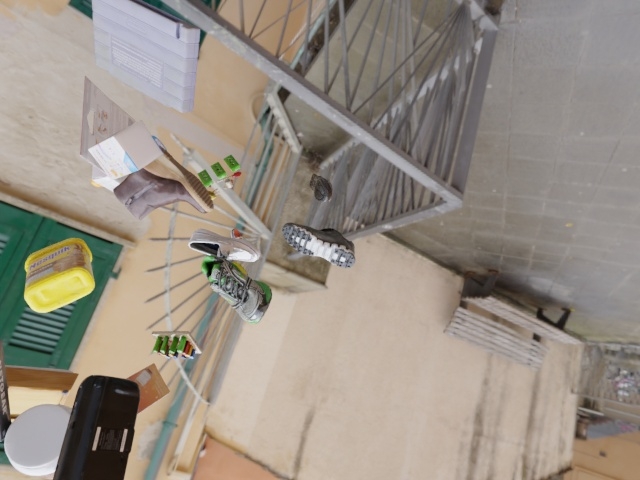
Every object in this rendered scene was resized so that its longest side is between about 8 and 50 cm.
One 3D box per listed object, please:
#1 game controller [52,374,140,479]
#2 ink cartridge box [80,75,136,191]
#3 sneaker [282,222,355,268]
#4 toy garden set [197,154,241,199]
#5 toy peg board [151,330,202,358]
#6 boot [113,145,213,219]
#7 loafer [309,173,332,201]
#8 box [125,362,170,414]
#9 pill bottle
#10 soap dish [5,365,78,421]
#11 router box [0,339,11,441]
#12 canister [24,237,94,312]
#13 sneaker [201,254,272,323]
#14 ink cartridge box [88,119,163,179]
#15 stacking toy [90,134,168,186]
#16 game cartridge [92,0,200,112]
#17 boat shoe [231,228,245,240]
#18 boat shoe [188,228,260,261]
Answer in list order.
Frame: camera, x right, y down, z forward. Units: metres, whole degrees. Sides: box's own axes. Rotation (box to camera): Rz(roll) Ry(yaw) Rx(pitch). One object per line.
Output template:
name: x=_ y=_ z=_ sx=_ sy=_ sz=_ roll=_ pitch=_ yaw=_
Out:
game controller: x=-0.571 y=0.515 z=1.095 sx=0.067 sy=0.319 sz=0.166 roll=-23 pitch=142 yaw=33
ink cartridge box: x=-0.708 y=-0.332 z=1.382 sx=0.066 sy=0.296 sz=0.261 roll=-12 pitch=160 yaw=10
sneaker: x=0.000 y=0.000 z=1.258 sx=0.235 sy=0.106 sz=0.078 roll=23 pitch=124 yaw=2
toy garden set: x=-0.455 y=-0.258 z=1.859 sx=0.204 sy=0.244 sz=0.049 roll=50 pitch=168 yaw=43
toy peg board: x=-0.598 y=0.447 z=1.734 sx=0.161 sy=0.079 sz=0.160 roll=-2 pitch=137 yaw=9
boot: x=-0.460 y=-0.128 z=1.246 sx=0.248 sy=0.207 sz=0.090 roll=47 pitch=-164 yaw=-8
loafer: x=0.017 y=-0.209 z=1.667 sx=0.079 sy=0.080 sz=0.220 roll=11 pitch=-155 yaw=-19
box: x=-0.656 y=0.547 z=1.522 sx=0.091 sy=0.130 sz=0.170 roll=-33 pitch=176 yaw=24
pill bottle: x=-0.947 y=0.708 z=1.491 sx=0.224 sy=0.224 sz=0.392 roll=20 pitch=145 yaw=-9
soap dish: x=-1.184 y=0.634 z=1.727 sx=0.291 sy=0.228 sz=0.118 roll=21 pitch=-164 yaw=-37
router box: x=-1.106 y=0.470 z=1.283 sx=0.243 sy=0.308 sz=0.081 roll=-2 pitch=-170 yaw=-16
canister: x=-0.542 y=0.068 z=0.880 sx=0.170 sy=0.126 sz=0.073 roll=33 pitch=144 yaw=53
sneaker: x=-0.284 y=0.154 z=1.363 sx=0.344 sy=0.134 sz=0.146 roll=28 pitch=177 yaw=44
ink cartridge box: x=-0.473 y=-0.213 z=1.019 sx=0.143 sy=0.090 sz=0.092 roll=-8 pitch=122 yaw=37
stacking toy: x=-0.765 y=-0.289 z=1.687 sx=0.175 sy=0.302 sz=0.165 roll=52 pitch=146 yaw=10
game cartridge: x=-0.478 y=-0.518 z=1.147 sx=0.355 sy=0.068 sz=0.230 roll=32 pitch=132 yaw=16
boat shoe: x=-0.366 y=0.006 z=1.939 sx=0.049 sy=0.136 sz=0.043 roll=-25 pitch=-177 yaw=-36
boat shoe: x=-0.353 y=0.037 z=1.544 sx=0.258 sy=0.084 sz=0.095 roll=14 pitch=128 yaw=1
